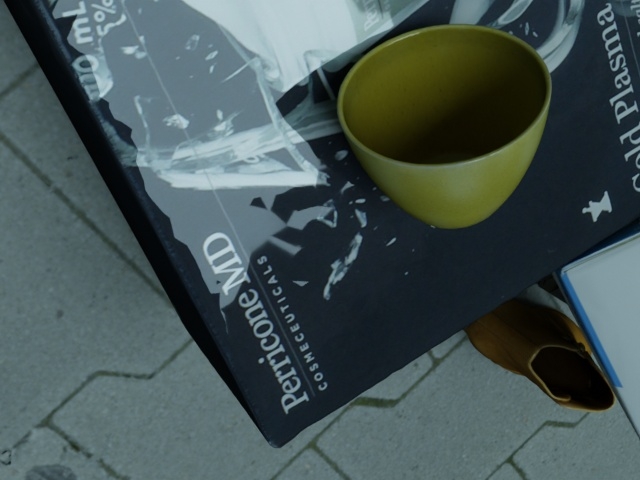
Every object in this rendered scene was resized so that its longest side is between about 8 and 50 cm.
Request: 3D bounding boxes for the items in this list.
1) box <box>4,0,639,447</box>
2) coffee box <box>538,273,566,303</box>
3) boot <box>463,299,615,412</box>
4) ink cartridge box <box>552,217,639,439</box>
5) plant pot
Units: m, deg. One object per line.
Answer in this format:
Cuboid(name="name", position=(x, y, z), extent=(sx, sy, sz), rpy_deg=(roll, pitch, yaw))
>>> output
Cuboid(name="box", position=(0.020, -0.184, 0.793), extent=(0.471, 0.297, 0.480), rpy_deg=(-30, 115, -11))
Cuboid(name="coffee box", position=(0.409, -0.041, 1.173), extent=(0.118, 0.168, 0.297), rpy_deg=(7, 109, -31))
Cuboid(name="boot", position=(0.293, 0.153, 1.170), extent=(0.295, 0.211, 0.104), rpy_deg=(27, 98, -35))
Cuboid(name="ink cartridge box", position=(0.316, 0.056, 0.946), extent=(0.129, 0.307, 0.223), rpy_deg=(-28, 100, 11))
Cuboid(name="plant pot", position=(0.084, -0.064, 0.629), extent=(0.134, 0.134, 0.095), rpy_deg=(-30, 140, -13))
